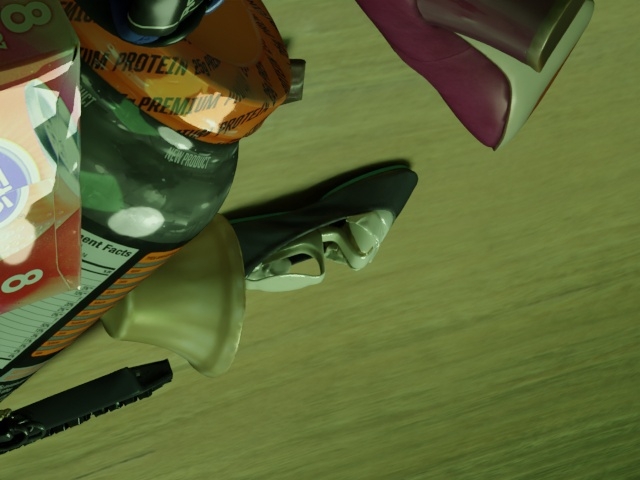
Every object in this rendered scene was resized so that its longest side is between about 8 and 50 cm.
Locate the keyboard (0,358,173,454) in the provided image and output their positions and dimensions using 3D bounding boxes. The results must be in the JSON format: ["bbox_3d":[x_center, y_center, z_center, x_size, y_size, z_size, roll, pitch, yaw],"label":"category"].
[{"bbox_3d":[-0.272,0.161,1.169,0.317,0.033,0.201,-23,174,14],"label":"keyboard"}]

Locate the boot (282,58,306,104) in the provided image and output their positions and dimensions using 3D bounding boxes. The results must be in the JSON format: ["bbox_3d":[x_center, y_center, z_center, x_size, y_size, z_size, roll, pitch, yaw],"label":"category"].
[{"bbox_3d":[-0.042,-0.118,0.992,0.114,0.037,0.106,3,154,-44],"label":"boot"}]

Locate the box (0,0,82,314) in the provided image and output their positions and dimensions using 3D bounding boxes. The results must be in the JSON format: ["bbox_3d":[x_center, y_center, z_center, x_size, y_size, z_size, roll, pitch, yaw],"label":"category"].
[{"bbox_3d":[-0.203,-0.111,0.522,0.154,0.300,0.142,-20,152,-20],"label":"box"}]

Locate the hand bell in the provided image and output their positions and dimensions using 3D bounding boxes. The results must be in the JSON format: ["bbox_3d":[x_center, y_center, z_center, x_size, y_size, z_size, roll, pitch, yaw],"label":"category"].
[{"bbox_3d":[-0.189,0.040,1.103,0.242,0.126,0.126,1,145,-25],"label":"hand bell"}]

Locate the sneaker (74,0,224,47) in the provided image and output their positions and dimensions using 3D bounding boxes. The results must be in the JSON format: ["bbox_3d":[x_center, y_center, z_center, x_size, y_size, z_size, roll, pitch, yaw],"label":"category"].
[{"bbox_3d":[-0.041,-0.171,0.662,0.315,0.182,0.127,-3,153,-23],"label":"sneaker"}]

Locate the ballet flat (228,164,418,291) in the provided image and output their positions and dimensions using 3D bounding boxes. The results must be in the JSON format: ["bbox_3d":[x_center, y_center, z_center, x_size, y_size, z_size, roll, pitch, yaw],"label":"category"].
[{"bbox_3d":[0.000,0.000,1.225,0.203,0.074,0.074,-18,154,-22],"label":"ballet flat"}]

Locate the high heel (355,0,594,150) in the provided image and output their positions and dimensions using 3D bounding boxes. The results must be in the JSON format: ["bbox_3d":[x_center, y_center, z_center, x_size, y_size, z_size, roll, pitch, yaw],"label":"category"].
[{"bbox_3d":[0.083,-0.167,1.020,0.127,0.181,0.377,-57,173,-4],"label":"high heel"}]

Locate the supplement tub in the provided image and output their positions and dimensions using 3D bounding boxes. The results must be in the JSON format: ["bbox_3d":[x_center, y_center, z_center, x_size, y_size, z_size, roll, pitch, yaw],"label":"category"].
[{"bbox_3d":[-0.189,-0.032,0.802,0.338,0.207,0.207,-39,153,22],"label":"supplement tub"}]
